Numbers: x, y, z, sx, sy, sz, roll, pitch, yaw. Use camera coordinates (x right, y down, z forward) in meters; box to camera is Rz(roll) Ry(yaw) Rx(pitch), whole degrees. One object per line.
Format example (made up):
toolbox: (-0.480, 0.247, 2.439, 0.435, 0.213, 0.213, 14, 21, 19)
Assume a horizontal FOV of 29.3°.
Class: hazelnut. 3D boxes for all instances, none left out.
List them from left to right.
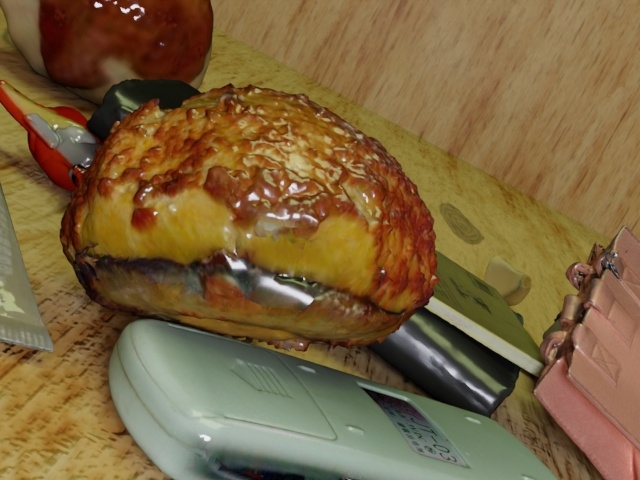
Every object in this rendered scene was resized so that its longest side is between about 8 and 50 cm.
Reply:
hazelnut: (-0.219, -0.270, 1.391, 0.261, 0.241, 0.261, 33, 11, -7)

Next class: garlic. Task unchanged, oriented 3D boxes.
garlic: (0.226, 0.052, 1.478, 0.041, 0.053, 0.083, 21, 6, -24)

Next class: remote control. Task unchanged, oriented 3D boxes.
remote control: (0.018, 0.122, 0.719, 0.296, 0.056, 0.140, 20, 12, -31)

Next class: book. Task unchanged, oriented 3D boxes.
book: (0.102, 0.034, 1.040, 0.192, 0.013, 0.168, 32, 14, -22)

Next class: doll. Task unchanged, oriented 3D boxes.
doll: (-0.204, -0.066, 1.017, 0.109, 0.057, 0.169, 37, 13, -51)

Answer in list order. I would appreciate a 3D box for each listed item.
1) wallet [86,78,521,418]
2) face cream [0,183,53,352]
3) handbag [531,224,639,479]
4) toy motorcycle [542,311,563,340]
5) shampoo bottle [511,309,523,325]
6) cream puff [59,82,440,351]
wallet: (-0.001, 0.001, 1.057, 0.406, 0.062, 0.228, 38, 12, 5)
face cream: (-0.257, -0.045, 0.781, 0.137, 0.084, 0.341, 19, 23, -30)
handbag: (0.262, 0.100, 1.032, 0.157, 0.059, 0.212, 45, 42, -9)
toy motorcycle: (0.289, 0.135, 1.195, 0.171, 0.110, 0.260, 46, 7, 6)
shampoo bottle: (0.093, 0.045, 1.223, 0.234, 0.049, 0.087, 26, 14, -11)
cream puff: (-0.042, -0.011, 0.773, 0.240, 0.163, 0.240, 13, -2, 0)
